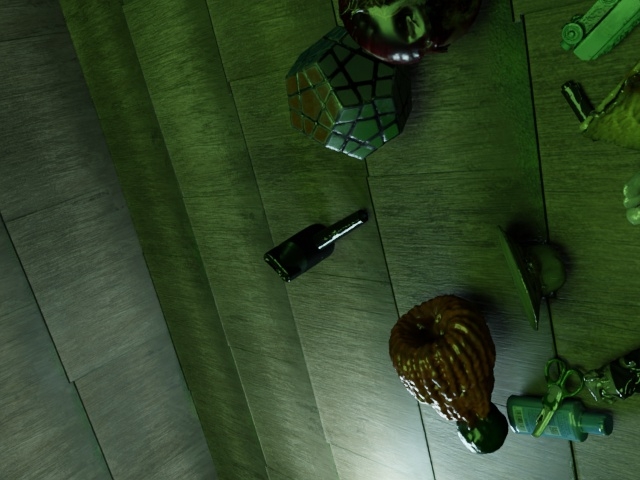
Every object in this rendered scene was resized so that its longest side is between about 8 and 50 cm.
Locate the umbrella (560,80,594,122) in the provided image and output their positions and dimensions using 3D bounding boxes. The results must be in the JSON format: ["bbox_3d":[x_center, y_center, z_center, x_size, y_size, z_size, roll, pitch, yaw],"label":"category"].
[{"bbox_3d":[0.525,-0.260,1.275,0.036,0.031,0.133,-34,84,25],"label":"umbrella"}]

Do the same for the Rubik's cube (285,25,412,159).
[{"bbox_3d":[0.072,-0.353,1.532,0.319,0.319,0.264,-9,129,50],"label":"Rubik's cube"}]

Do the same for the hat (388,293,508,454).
[{"bbox_3d":[0.375,0.341,1.642,0.400,0.285,0.285,48,144,-16],"label":"hat"}]

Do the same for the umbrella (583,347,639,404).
[{"bbox_3d":[0.698,0.245,1.308,0.357,0.113,0.106,-55,47,48],"label":"umbrella"}]

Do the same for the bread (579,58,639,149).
[{"bbox_3d":[0.592,-0.286,1.121,0.178,0.142,0.266,21,138,-13],"label":"bread"}]

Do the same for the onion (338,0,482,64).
[{"bbox_3d":[0.192,-0.525,1.344,0.314,0.232,0.314,1,94,20],"label":"onion"}]

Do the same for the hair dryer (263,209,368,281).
[{"bbox_3d":[0.000,0.000,1.856,0.302,0.244,0.116,-33,91,36],"label":"hair dryer"}]

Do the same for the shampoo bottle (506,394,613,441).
[{"bbox_3d":[0.587,0.441,1.579,0.258,0.061,0.104,-9,97,50],"label":"shampoo bottle"}]

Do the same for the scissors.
[{"bbox_3d":[0.560,0.389,1.543,0.101,0.027,0.204,35,111,50],"label":"scissors"}]

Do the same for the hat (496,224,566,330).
[{"bbox_3d":[0.486,0.068,1.426,0.110,0.252,0.252,-20,97,11],"label":"hat"}]

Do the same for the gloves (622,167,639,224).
[{"bbox_3d":[0.651,-0.104,1.170,0.140,0.131,0.218,39,166,24],"label":"gloves"}]

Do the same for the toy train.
[{"bbox_3d":[0.520,-0.404,1.171,0.099,0.070,0.172,45,139,5],"label":"toy train"}]
